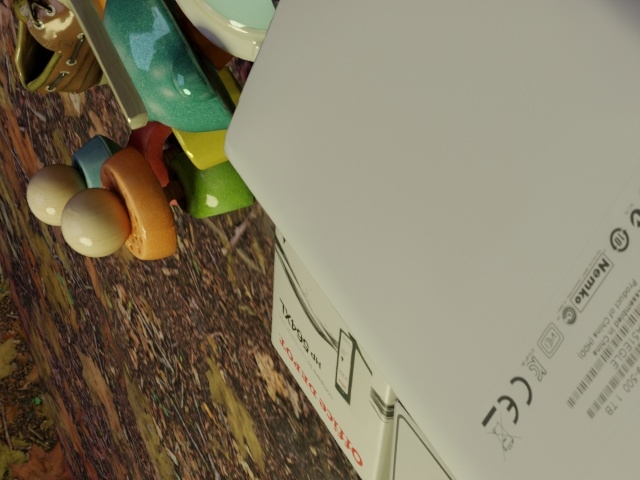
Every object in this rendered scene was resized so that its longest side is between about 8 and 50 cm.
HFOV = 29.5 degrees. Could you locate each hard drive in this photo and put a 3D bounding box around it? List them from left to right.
[{"bbox_3d":[0.086,-0.019,0.542,0.353,0.047,0.233,53,132,34],"label":"hard drive"}]

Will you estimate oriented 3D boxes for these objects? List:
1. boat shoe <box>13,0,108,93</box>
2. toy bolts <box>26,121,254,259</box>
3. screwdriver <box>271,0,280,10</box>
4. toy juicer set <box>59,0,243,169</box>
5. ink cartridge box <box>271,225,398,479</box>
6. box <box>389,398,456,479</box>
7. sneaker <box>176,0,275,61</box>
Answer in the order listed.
[{"bbox_3d":[-0.245,-0.230,1.178,0.111,0.104,0.307,61,158,19],"label":"boat shoe"},{"bbox_3d":[-0.192,-0.085,1.110,0.228,0.158,0.218,-9,101,69],"label":"toy bolts"},{"bbox_3d":[0.009,-0.101,0.721,0.170,0.024,0.025,46,-131,-60],"label":"screwdriver"},{"bbox_3d":[-0.113,-0.161,0.811,0.209,0.089,0.329,60,-177,3],"label":"toy juicer set"},{"bbox_3d":[0.038,0.041,0.767,0.148,0.086,0.203,54,154,34],"label":"ink cartridge box"},{"bbox_3d":[0.147,0.219,0.668,0.290,0.087,0.169,52,154,38],"label":"box"},{"bbox_3d":[-0.091,-0.289,0.723,0.366,0.135,0.150,52,155,11],"label":"sneaker"}]
